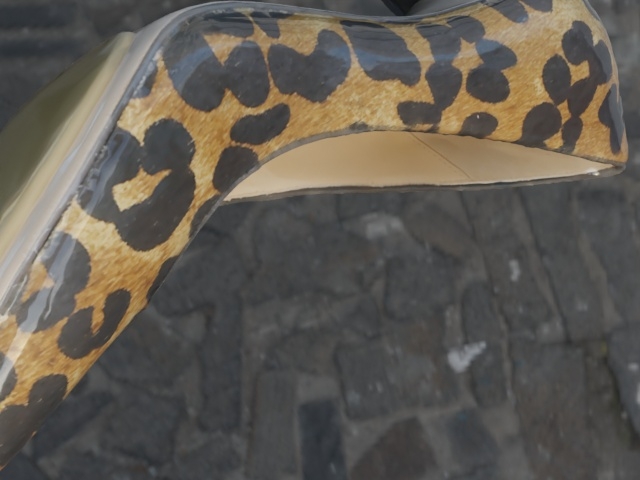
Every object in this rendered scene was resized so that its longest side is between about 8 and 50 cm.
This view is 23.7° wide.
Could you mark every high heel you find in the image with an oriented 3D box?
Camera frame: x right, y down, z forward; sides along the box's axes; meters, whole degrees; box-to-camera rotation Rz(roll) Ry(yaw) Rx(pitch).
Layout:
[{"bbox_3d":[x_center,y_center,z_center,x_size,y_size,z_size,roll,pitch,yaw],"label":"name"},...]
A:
[{"bbox_3d":[0.000,0.000,0.456,0.093,0.186,0.261,-11,46,57],"label":"high heel"}]
